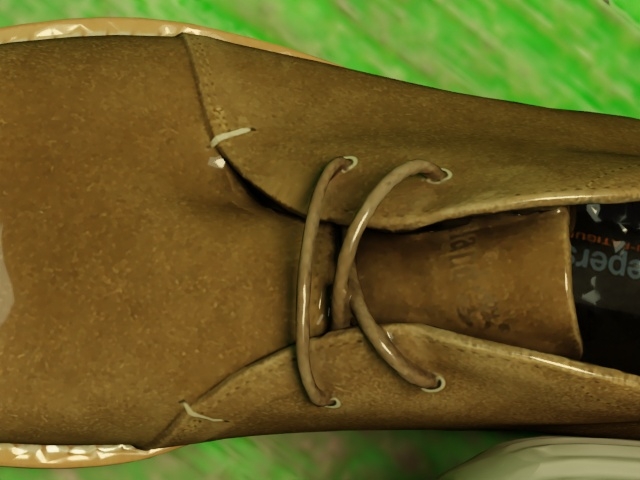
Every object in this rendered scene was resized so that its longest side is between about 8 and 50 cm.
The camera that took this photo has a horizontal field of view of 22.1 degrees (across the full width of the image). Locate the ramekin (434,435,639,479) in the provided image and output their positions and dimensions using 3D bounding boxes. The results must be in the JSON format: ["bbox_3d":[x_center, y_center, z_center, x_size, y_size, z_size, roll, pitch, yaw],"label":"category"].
[{"bbox_3d":[0.064,0.137,0.338,0.109,0.207,0.207,11,83,-4],"label":"ramekin"}]

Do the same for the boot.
[{"bbox_3d":[0.000,0.000,0.375,0.305,0.115,0.112,2,87,-13],"label":"boot"}]
